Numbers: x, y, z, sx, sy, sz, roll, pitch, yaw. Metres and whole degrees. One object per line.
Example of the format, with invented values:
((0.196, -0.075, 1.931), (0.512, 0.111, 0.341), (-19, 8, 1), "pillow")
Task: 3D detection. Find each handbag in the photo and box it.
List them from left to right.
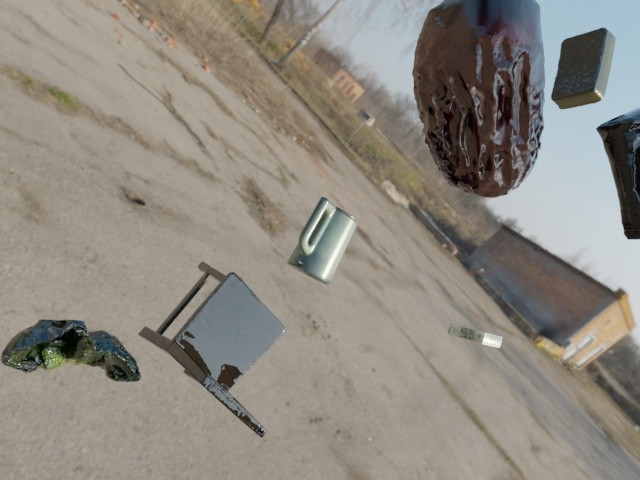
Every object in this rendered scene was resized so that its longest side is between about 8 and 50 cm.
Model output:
((0.610, -0.138, 0.911), (0.080, 0.247, 0.222), (4, -66, 60), "handbag")

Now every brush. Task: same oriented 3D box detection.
((0.683, -0.449, 1.302), (0.059, 0.197, 0.123), (22, -12, -32), "brush")

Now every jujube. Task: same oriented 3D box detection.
((0.296, -0.273, 0.922), (0.258, 0.259, 0.376), (-112, -166, -60), "jujube")

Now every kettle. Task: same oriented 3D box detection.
((-0.002, 0.000, 1.024), (0.127, 0.147, 0.098), (31, -8, -28), "kettle")

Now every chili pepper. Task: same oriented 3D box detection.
((-0.510, 0.220, 1.026), (0.148, 0.116, 0.265), (1, -16, 40), "chili pepper")

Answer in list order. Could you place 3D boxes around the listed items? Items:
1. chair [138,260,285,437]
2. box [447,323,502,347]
((-0.202, 0.210, 1.098), (0.416, 0.240, 0.203), (5, -42, 55), "chair")
((0.288, 0.178, 0.933), (0.054, 0.024, 0.083), (20, -8, -33), "box")
